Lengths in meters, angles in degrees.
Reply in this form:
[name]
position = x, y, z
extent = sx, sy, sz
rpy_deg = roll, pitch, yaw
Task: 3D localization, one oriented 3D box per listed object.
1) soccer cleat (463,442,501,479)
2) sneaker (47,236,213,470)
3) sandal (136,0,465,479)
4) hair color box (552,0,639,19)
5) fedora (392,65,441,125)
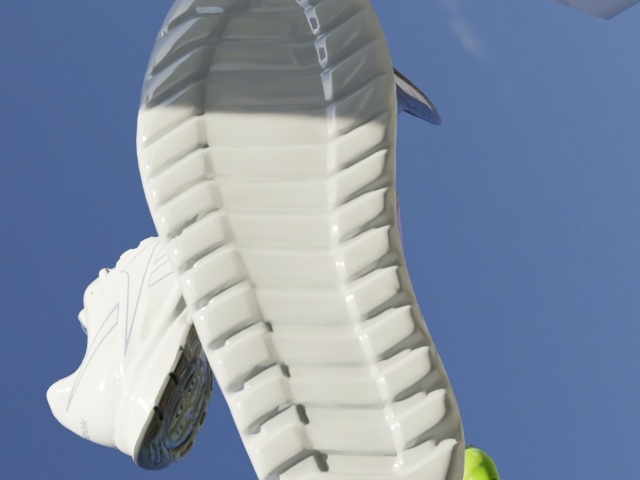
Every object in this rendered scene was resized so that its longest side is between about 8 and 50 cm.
[soccer cleat]
position = 0.077, 0.223, 1.225
extent = 0.060, 0.179, 0.072
rpy_deg = 0, -130, -37
[sneaker]
position = -0.129, 0.040, 1.374
extent = 0.111, 0.129, 0.297
rpy_deg = 70, -141, -53
[sandal]
position = -0.015, 0.003, 1.042
extent = 0.102, 0.169, 0.416
rpy_deg = 59, -161, -67
[hair color box]
position = 0.208, -0.267, 1.148
extent = 0.174, 0.347, 0.105
rpy_deg = 16, -101, -13
[fedora]
position = -0.022, -0.165, 1.630
extent = 0.275, 0.124, 0.244
rpy_deg = 43, 180, -1
